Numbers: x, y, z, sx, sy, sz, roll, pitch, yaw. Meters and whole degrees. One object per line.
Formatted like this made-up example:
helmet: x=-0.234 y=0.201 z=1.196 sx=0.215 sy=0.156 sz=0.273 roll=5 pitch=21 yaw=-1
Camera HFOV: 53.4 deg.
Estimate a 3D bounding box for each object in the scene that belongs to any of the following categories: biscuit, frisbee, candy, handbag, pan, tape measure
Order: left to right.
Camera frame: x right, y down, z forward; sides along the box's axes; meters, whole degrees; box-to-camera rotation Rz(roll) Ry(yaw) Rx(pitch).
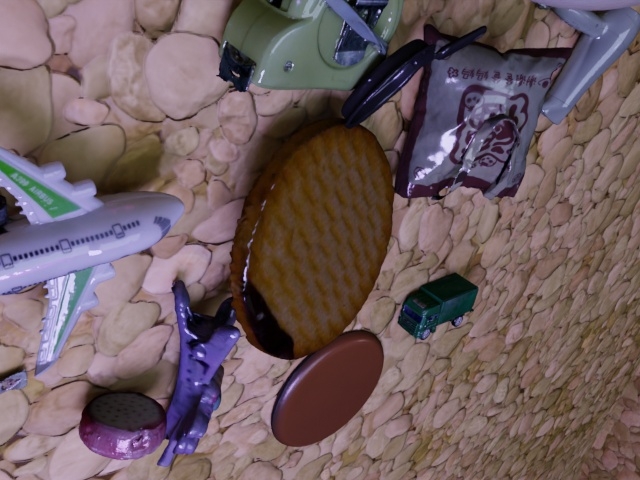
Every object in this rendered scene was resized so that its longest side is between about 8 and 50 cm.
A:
candy: x=-0.239 y=0.222 z=0.773 sx=0.103 sy=0.103 sz=0.043 roll=0 pitch=108 yaw=-44
biscuit: x=0.000 y=0.000 z=0.816 sx=0.318 sy=0.040 sz=0.318 roll=-30 pitch=130 yaw=-45
tape measure: x=0.010 y=-0.231 z=0.654 sx=0.200 sy=0.106 sz=0.175 roll=-7 pitch=132 yaw=-45
frisbee: x=0.020 y=0.266 z=1.120 sx=0.251 sy=0.021 sz=0.251 roll=-26 pitch=135 yaw=-29
pan: x=0.112 y=-0.208 z=0.753 sx=0.235 sy=0.028 sz=0.136 roll=-36 pitch=177 yaw=-24
handbag: x=0.221 y=-0.167 z=0.885 sx=0.213 sy=0.127 sz=0.235 roll=1 pitch=116 yaw=-17

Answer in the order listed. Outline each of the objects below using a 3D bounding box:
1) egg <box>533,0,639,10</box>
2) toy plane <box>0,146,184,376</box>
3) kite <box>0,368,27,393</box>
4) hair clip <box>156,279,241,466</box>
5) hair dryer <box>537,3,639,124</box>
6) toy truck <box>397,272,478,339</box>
egg: x=0.311 y=-0.413 z=0.628 sx=0.340 sy=0.354 sz=0.354 roll=-20 pitch=133 yaw=-47
toy plane: x=-0.250 y=0.001 z=0.595 sx=0.255 sy=0.101 sz=0.251 roll=-27 pitch=135 yaw=-32
kite: x=-0.430 y=0.176 z=0.625 sx=0.268 sy=0.013 sz=0.323 roll=-11 pitch=126 yaw=-38
hair clip: x=-0.158 y=0.182 z=0.815 sx=0.090 sy=0.137 sz=0.278 roll=8 pitch=119 yaw=-7
hair dryer: x=0.382 y=-0.312 z=0.998 sx=0.237 sy=0.075 sz=0.206 roll=21 pitch=110 yaw=-42
toy truck: x=0.212 y=0.122 z=1.155 sx=0.147 sy=0.065 sz=0.079 roll=-17 pitch=128 yaw=-35
